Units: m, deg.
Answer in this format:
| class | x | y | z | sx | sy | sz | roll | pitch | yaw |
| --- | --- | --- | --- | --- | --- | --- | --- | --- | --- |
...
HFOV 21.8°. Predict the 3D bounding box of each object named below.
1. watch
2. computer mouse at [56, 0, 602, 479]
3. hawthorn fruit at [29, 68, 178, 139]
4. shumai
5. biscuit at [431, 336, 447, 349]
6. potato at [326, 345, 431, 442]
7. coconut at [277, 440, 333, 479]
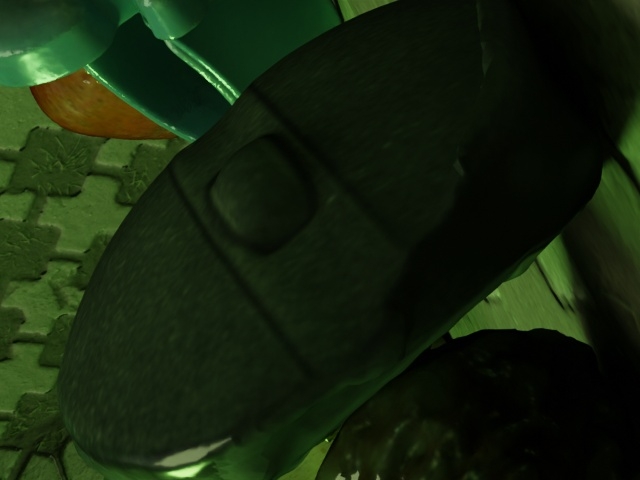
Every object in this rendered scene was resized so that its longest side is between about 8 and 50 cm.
| class | x | y | z | sx | sy | sz | roll | pitch | yaw |
| --- | --- | --- | --- | --- | --- | --- | --- | --- | --- |
| watch | -0.077 | -0.133 | 0.968 | 0.193 | 0.211 | 0.211 | 50 | -173 | -47 |
| computer mouse | -0.003 | -0.001 | 0.593 | 0.114 | 0.203 | 0.374 | 49 | 179 | 3 |
| hawthorn fruit | -0.149 | -0.190 | 1.354 | 0.211 | 0.211 | 0.299 | 62 | 163 | 0 |
| shumai | 0.089 | 0.176 | 0.666 | 0.218 | 0.189 | 0.256 | 37 | 117 | 58 |
| biscuit | 0.021 | 0.022 | 1.390 | 0.325 | 0.044 | 0.217 | 54 | 176 | 15 |
| potato | -0.012 | 0.047 | 1.125 | 0.173 | 0.210 | 0.307 | 17 | 169 | 17 |
| coconut | 0.004 | 0.252 | 1.484 | 0.297 | 0.254 | 0.297 | 48 | -160 | -24 |
